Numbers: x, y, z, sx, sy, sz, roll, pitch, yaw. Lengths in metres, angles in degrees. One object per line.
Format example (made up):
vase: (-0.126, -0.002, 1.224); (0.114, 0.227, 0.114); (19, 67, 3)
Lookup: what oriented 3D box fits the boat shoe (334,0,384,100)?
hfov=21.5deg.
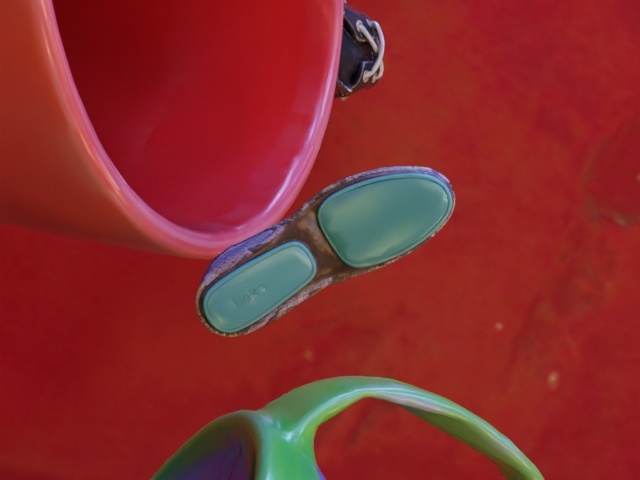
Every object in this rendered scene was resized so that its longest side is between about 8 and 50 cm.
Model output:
boat shoe: (0.008, -0.133, 1.136); (0.070, 0.219, 0.078); (-1, 97, -1)

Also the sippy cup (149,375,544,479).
sippy cup: (-0.005, 0.238, 0.829); (0.224, 0.240, 0.305); (34, 118, -15)

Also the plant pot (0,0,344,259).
plant pot: (-0.152, -0.129, 0.782); (0.275, 0.243, 0.275); (-1, 91, -63)

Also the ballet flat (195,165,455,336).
ballet flat: (0.000, 0.000, 0.685); (0.114, 0.041, 0.041); (-28, 128, 1)
